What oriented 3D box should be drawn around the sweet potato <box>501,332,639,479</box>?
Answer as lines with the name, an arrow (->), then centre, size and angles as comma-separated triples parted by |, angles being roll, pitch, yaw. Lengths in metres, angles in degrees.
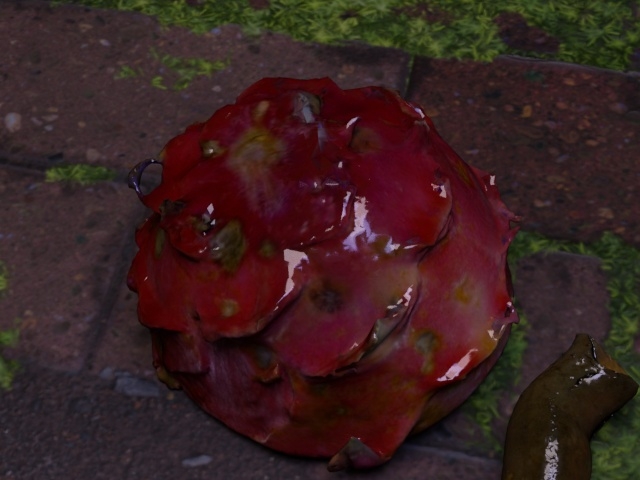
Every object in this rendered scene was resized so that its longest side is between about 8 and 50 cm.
sweet potato -> 0.212, 0.206, 1.269 | 0.112, 0.085, 0.285 | 10, 55, 5

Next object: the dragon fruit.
dragon fruit -> 0.000, 0.000, 1.351 | 0.371, 0.249, 0.386 | -14, 51, -1
